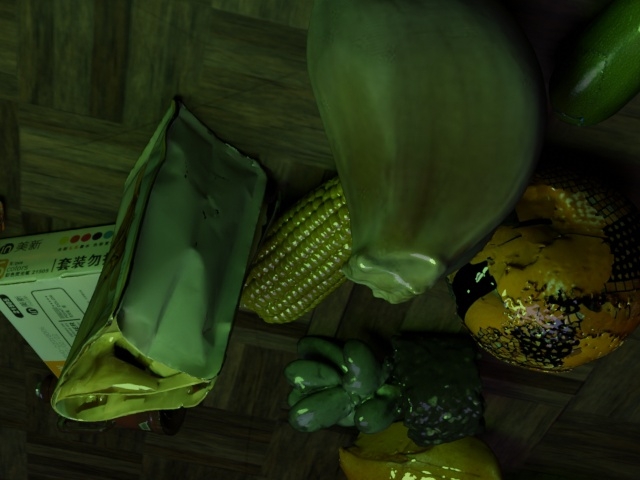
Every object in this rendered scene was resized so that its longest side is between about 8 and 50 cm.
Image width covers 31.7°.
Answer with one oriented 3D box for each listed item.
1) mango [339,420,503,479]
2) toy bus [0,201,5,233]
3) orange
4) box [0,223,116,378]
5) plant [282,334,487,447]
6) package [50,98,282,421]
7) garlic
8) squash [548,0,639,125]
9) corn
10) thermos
[{"bbox_3d":[0.158,0.346,1.705,0.252,0.154,0.126,3,150,28],"label":"mango"},{"bbox_3d":[-0.495,-0.031,1.402,0.192,0.077,0.065,9,138,-3],"label":"toy bus"},{"bbox_3d":[0.248,0.028,1.220,0.234,0.234,0.182,3,142,6],"label":"orange"},{"bbox_3d":[-0.290,0.099,1.515,0.221,0.091,0.274,-8,138,20],"label":"box"},{"bbox_3d":[0.087,0.201,1.528,0.274,0.146,0.149,1,129,7],"label":"plant"},{"bbox_3d":[-0.156,0.039,1.240,0.165,0.311,0.221,24,138,-15],"label":"package"},{"bbox_3d":[0.079,-0.126,1.095,0.246,0.340,0.231,-24,178,-7],"label":"garlic"},{"bbox_3d":[0.313,-0.214,1.028,0.087,0.087,0.331,22,138,-17],"label":"squash"},{"bbox_3d":[0.000,0.000,1.327,0.119,0.119,0.322,28,133,-23],"label":"corn"},{"bbox_3d":[-0.320,0.234,1.668,0.232,0.124,0.099,2,138,19],"label":"thermos"}]
